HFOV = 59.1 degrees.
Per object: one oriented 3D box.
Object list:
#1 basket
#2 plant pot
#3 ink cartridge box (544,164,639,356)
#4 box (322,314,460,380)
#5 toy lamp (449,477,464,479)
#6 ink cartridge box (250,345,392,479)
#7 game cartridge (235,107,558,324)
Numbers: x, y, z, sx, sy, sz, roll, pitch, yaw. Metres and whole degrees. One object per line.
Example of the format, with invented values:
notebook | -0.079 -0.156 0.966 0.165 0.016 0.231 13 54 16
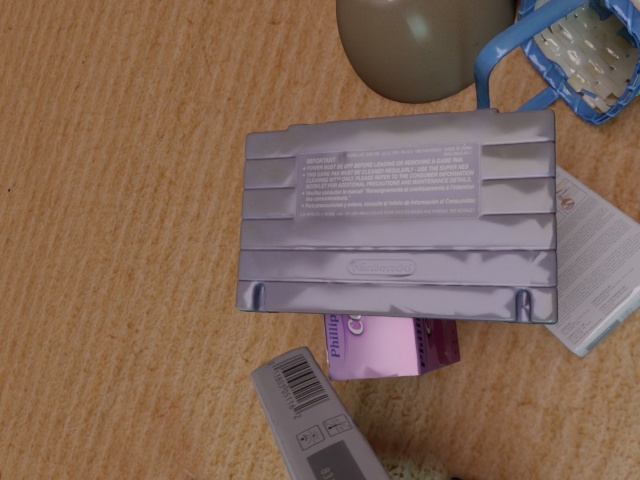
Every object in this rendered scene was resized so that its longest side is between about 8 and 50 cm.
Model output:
basket | 0.319 -0.249 0.715 0.289 0.255 0.201 -32 73 6
plant pot | 0.136 -0.375 0.852 0.284 0.191 0.284 -3 82 25
ink cartridge box | 0.344 0.020 0.791 0.181 0.056 0.224 -48 49 12
box | 0.101 0.072 0.780 0.117 0.243 0.213 -10 78 24
toy lamp | 0.118 0.375 0.824 0.275 0.080 0.080 -1 83 25
ink cartridge box | 0.047 0.360 0.666 0.091 0.308 0.385 -24 115 -12
game cartridge | 0.077 -0.027 0.641 0.355 0.068 0.230 0 78 20
